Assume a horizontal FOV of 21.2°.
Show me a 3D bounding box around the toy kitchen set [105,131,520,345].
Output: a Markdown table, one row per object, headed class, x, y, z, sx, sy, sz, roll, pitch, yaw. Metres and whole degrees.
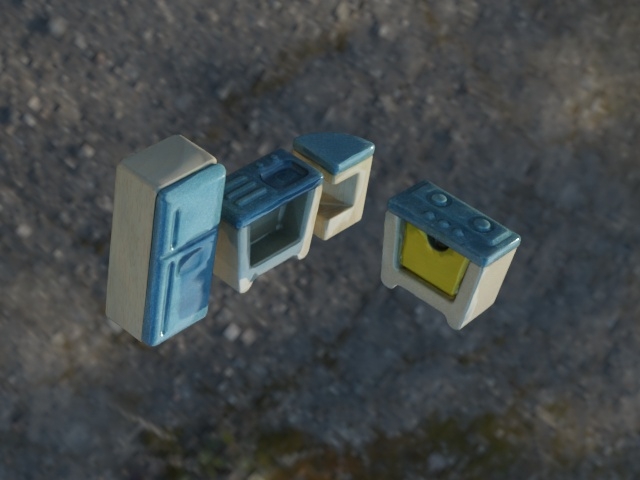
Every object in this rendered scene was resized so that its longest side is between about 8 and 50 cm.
| class | x | y | z | sx | sy | sz | roll | pitch | yaw |
| --- | --- | --- | --- | --- | --- | --- | --- | --- | --- |
| toy kitchen set | 0.000 | 0.000 | 1.060 | 0.207 | 0.166 | 0.122 | -31 | 143 | -40 |
